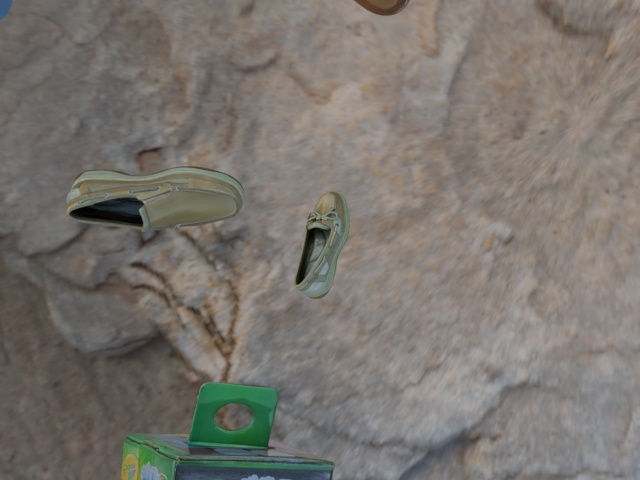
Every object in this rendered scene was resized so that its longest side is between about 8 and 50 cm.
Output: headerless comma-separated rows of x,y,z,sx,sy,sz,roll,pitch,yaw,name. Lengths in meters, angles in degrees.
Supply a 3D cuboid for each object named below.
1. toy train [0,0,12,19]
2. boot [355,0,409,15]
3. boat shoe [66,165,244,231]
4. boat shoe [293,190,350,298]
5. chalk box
-0.253,-0.148,0.547,0.143,0.248,0.105,-17,57,16,toy train
0.023,-0.354,1.554,0.109,0.220,0.283,-17,121,16,boot
-0.177,-0.034,1.387,0.190,0.072,0.068,-2,122,7,boat shoe
-0.002,0.001,1.754,0.056,0.048,0.153,4,72,38,boat shoe
-0.078,0.216,1.003,0.132,0.132,0.213,8,86,-25,chalk box
